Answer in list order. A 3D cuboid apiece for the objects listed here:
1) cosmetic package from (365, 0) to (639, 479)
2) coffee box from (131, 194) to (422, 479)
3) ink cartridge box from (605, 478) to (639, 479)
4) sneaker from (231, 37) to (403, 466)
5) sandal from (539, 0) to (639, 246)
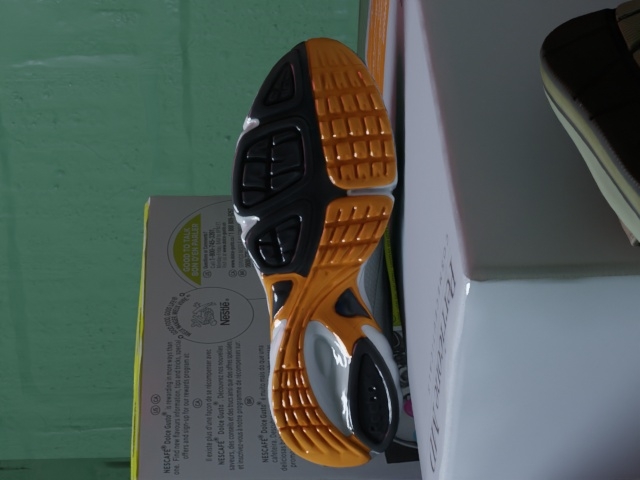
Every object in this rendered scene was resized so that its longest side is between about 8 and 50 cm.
[{"bbox_3d":[0.126,-0.062,1.010,0.453,0.161,0.230,-96,6,-46],"label":"cosmetic package"},{"bbox_3d":[0.015,0.190,1.385,0.338,0.334,0.337,-96,7,-51],"label":"coffee box"},{"bbox_3d":[0.142,0.180,0.812,0.218,0.158,0.092,100,169,-71],"label":"ink cartridge box"},{"bbox_3d":[0.000,0.000,1.040,0.121,0.099,0.262,-86,-5,-72],"label":"sneaker"},{"bbox_3d":[0.172,-0.028,0.741,0.303,0.120,0.086,-97,-7,-54],"label":"sandal"}]
